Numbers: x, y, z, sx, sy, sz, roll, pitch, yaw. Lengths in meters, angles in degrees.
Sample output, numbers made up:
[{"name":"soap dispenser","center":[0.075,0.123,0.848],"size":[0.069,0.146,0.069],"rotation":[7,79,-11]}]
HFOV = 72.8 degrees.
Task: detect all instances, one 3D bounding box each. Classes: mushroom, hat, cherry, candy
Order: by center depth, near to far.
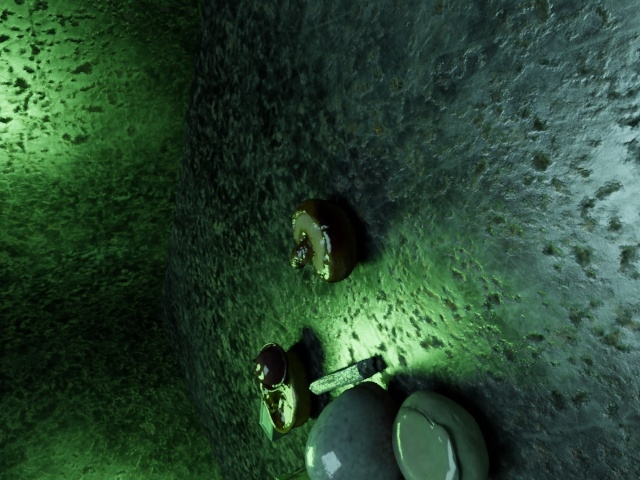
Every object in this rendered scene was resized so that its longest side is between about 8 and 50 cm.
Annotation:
[{"name":"candy","center":[0.311,0.544,1.135],"size":[0.295,0.185,0.295],"rotation":[-13,74,58]},{"name":"cherry","center":[0.110,0.624,1.329],"size":[0.291,0.326,0.335],"rotation":[136,122,-83]},{"name":"mushroom","center":[0.007,0.002,1.440],"size":[0.278,0.163,0.297],"rotation":[-48,60,40]},{"name":"hat","center":[-0.212,0.511,1.756],"size":[0.205,0.089,0.205],"rotation":[-9,77,46]}]

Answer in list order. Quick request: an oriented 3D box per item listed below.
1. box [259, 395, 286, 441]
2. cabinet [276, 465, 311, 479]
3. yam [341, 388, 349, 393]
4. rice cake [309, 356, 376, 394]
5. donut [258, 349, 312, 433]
[{"name":"box","center":[-0.221,0.815,2.061],"size":[0.129,0.086,0.225],"rotation":[36,128,45]},{"name":"cabinet","center":[0.017,1.032,1.664],"size":[0.318,0.227,0.290],"rotation":[-20,83,58]},{"name":"yam","center":[0.109,0.628,1.526],"size":[0.107,0.107,0.183],"rotation":[26,122,49]},{"name":"rice cake","center":[0.073,0.496,1.563],"size":[0.399,0.070,0.064],"rotation":[-44,68,52]},{"name":"donut","center":[-0.147,0.637,1.860],"size":[0.330,0.160,0.330],"rotation":[-3,87,50]}]
